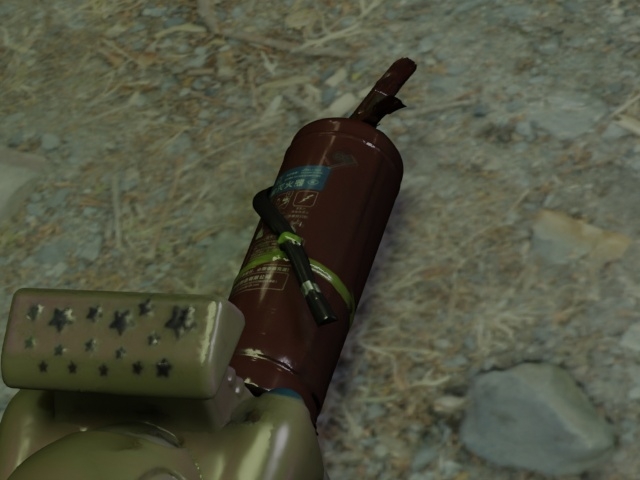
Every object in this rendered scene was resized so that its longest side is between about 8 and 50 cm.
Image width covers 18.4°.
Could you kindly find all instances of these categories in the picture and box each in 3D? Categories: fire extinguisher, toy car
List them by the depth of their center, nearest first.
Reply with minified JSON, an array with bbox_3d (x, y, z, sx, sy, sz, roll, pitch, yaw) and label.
[{"bbox_3d":[-0.142,0.219,1.257,0.242,0.226,0.336,2,47,23],"label":"toy car"},{"bbox_3d":[0.000,0.000,1.498,0.141,0.105,0.341,-30,30,45],"label":"fire extinguisher"}]
